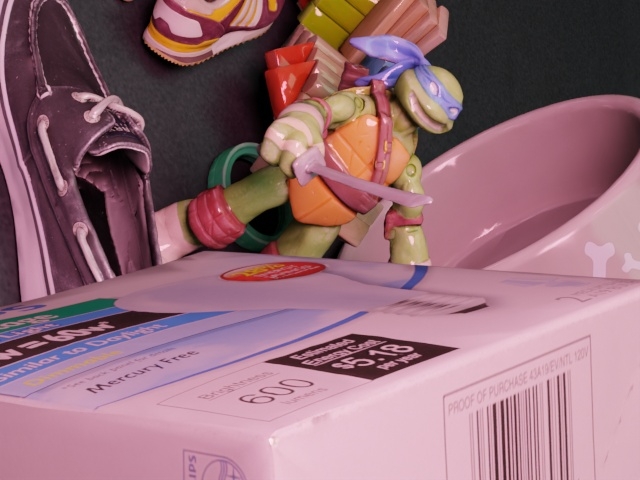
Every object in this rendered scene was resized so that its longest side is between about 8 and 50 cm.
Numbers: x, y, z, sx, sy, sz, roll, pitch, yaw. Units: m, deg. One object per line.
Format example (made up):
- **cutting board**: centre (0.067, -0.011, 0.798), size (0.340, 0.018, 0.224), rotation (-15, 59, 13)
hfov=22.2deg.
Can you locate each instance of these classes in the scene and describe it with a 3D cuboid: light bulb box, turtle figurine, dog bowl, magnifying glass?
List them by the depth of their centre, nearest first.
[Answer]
- **light bulb box**: centre (-0.043, 0.147, 0.894), size (0.358, 0.361, 0.225), rotation (-14, 104, -50)
- **turtle figurine**: centre (0.000, 0.000, 1.173), size (0.198, 0.266, 0.274), rotation (16, 46, -59)
- **dog bowl**: centre (0.165, -0.001, 1.375), size (0.102, 0.349, 0.349), rotation (58, 34, -19)
- **magnifying glass**: centre (-0.023, -0.056, 1.416), size (0.231, 0.026, 0.092), rotation (-32, 98, -57)

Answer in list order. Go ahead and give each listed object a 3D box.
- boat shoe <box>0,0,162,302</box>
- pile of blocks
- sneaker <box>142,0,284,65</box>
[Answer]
- **boat shoe**: centre (-0.166, -0.060, 1.146), size (0.108, 0.102, 0.301), rotation (11, 63, -52)
- **pile of blocks**: centre (0.018, -0.158, 1.395), size (0.113, 0.149, 0.362), rotation (36, 37, -25)
- **sneaker**: centre (-0.073, -0.211, 1.360), size (0.069, 0.084, 0.185), rotation (35, 38, 7)
